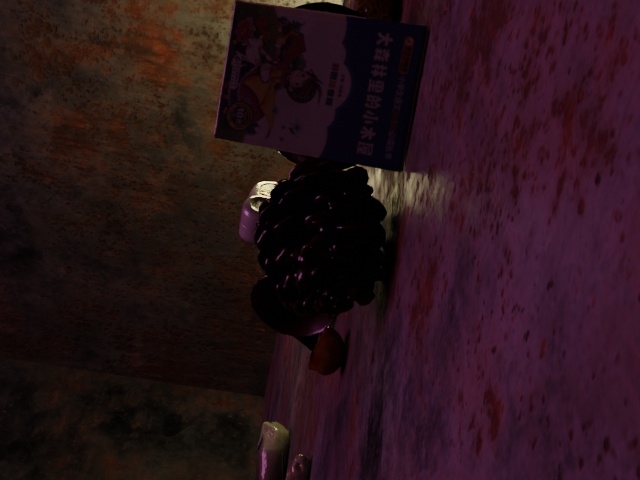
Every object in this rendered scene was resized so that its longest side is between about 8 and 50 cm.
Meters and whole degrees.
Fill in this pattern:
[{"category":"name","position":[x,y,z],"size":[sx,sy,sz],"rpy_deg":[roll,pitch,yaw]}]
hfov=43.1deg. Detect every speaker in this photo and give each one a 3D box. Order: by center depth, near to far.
[{"category":"speaker","position":[-0.030,0.016,1.877],"size":[0.259,0.198,0.330],"rpy_deg":[86,-165,-46]}]

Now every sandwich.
[{"category":"sandwich","position":[0.110,-0.509,1.715],"size":[0.249,0.095,0.273],"rpy_deg":[102,175,-67]}]

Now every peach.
[{"category":"peach","position":[0.017,0.217,1.561],"size":[0.098,0.061,0.098],"rpy_deg":[-59,-14,-25]}]

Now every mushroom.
[{"category":"mushroom","position":[-0.144,0.651,2.423],"size":[0.108,0.096,0.247],"rpy_deg":[-34,43,47]}]

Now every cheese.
[{"category":"cheese","position":[-0.053,0.539,1.877],"size":[0.194,0.043,0.065],"rpy_deg":[105,177,-63]}]

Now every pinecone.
[{"category":"pinecone","position":[0.000,0.000,1.290],"size":[0.273,0.224,0.224],"rpy_deg":[-92,12,-48]}]

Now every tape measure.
[{"category":"tape measure","position":[-0.091,-0.057,2.302],"size":[0.265,0.258,0.130],"rpy_deg":[-75,-4,-60]}]

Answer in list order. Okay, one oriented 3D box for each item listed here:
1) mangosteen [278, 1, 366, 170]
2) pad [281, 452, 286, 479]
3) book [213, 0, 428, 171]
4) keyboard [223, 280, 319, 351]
[{"category":"mangosteen","position":[-0.008,-0.270,1.433],"size":[0.297,0.293,0.297],"rpy_deg":[3,-90,-82]},{"category":"pad","position":[-0.084,0.631,2.000],"size":[0.211,0.003,0.143],"rpy_deg":[-105,6,-80]},{"category":"book","position":[-0.006,-0.246,1.278],"size":[0.018,0.322,0.229],"rpy_deg":[-13,-67,-73]},{"category":"keyboard","position":[-0.097,0.156,1.957],"size":[0.381,0.041,0.104],"rpy_deg":[40,-131,-45]}]
